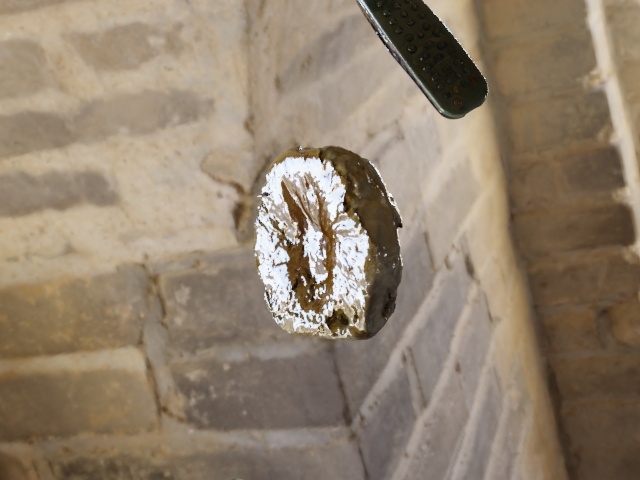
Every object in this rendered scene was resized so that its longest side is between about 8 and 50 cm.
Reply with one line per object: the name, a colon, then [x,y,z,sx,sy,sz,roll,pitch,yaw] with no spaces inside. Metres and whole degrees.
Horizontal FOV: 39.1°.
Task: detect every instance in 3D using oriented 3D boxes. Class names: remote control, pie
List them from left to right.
pie: [0.000,0.000,0.805,0.046,0.195,0.195,-4,3,-38]
remote control: [0.115,-0.240,1.083,0.072,0.222,0.042,-34,-11,-13]

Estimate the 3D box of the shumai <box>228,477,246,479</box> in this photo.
shumai: [-0.050,0.370,0.859,0.395,0.348,0.395,-7,44,7]
